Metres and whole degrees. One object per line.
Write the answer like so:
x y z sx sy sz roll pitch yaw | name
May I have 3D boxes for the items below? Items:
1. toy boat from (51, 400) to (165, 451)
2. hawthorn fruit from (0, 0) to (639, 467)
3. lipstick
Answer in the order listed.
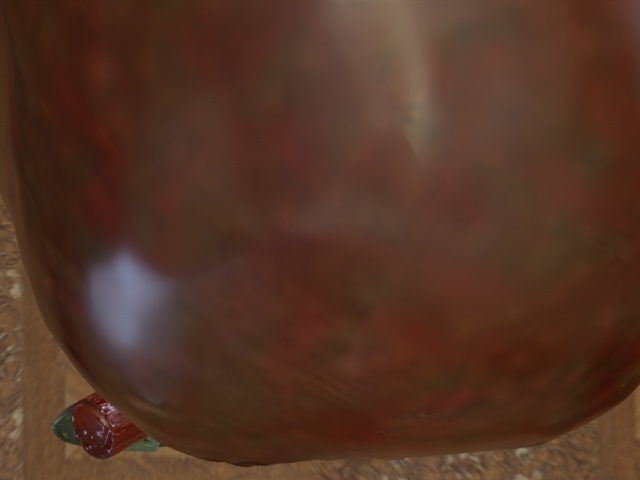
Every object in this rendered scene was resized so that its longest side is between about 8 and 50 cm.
-0.211 0.188 1.338 0.141 0.060 0.055 5 113 -32 | toy boat
0.015 -0.091 0.444 0.308 0.308 0.324 -19 95 -7 | hawthorn fruit
-0.125 0.135 1.319 0.280 0.073 0.073 -27 93 -39 | lipstick
